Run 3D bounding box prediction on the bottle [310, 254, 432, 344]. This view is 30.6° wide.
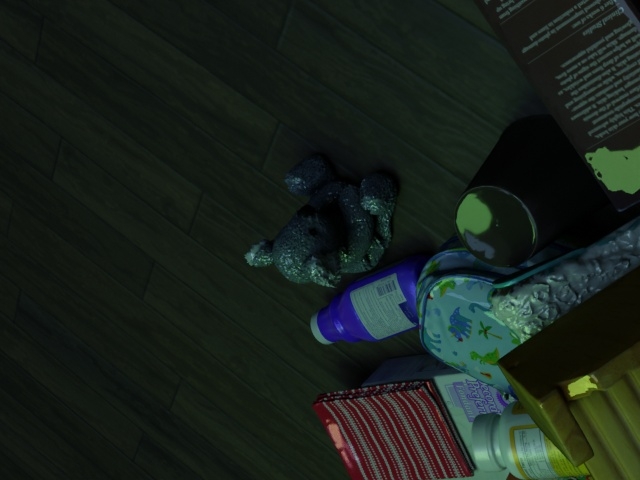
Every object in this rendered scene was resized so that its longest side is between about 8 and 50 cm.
[{"bbox_3d":[0.098,0.115,2.038,0.283,0.092,0.118,-26,96,44],"label":"bottle"}]

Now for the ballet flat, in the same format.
[{"bbox_3d":[0.427,0.028,1.593,0.409,0.147,0.147,-29,100,3],"label":"ballet flat"}]

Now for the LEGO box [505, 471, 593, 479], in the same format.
[{"bbox_3d":[0.573,0.462,1.725,0.500,0.193,0.372,-2,128,39],"label":"LEGO box"}]

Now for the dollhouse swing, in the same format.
[{"bbox_3d":[0.457,0.193,1.455,0.347,0.315,0.305,-33,98,0],"label":"dollhouse swing"}]

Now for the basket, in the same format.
[{"bbox_3d":[0.301,-0.066,1.682,0.204,0.227,0.154,19,127,26],"label":"basket"}]

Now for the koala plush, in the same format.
[{"bbox_3d":[0.000,0.000,1.952,0.196,0.221,0.203,16,125,28],"label":"koala plush"}]

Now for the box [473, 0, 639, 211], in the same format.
[{"bbox_3d":[0.390,-0.252,1.565,0.191,0.143,0.381,-31,94,43],"label":"box"}]

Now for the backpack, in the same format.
[{"bbox_3d":[0.322,0.107,1.781,0.355,0.273,0.290,37,145,29],"label":"backpack"}]

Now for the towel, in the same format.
[{"bbox_3d":[0.124,0.347,2.076,0.275,0.031,0.198,-15,107,42],"label":"towel"}]

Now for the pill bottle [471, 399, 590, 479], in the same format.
[{"bbox_3d":[0.332,0.287,1.703,0.208,0.117,0.117,-11,109,28],"label":"pill bottle"}]

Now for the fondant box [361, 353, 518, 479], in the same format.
[{"bbox_3d":[0.261,0.315,2.038,0.330,0.096,0.238,-13,108,40],"label":"fondant box"}]
